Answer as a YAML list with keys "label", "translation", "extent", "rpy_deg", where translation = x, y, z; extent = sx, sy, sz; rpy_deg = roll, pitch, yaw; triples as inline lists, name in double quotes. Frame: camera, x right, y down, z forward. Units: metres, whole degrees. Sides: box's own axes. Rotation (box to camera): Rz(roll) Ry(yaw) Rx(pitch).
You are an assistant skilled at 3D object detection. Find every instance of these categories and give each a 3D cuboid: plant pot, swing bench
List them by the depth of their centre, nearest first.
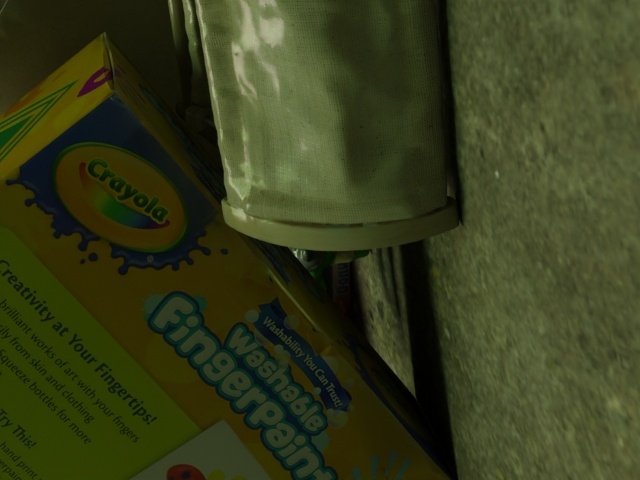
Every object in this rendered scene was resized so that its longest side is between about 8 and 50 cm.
- label: "swing bench"
  translation: [-0.021, -0.156, 1.059]
  extent: [0.255, 0.165, 0.253]
  rpy_deg: [-112, 13, -58]
- label: "plant pot"
  translation: [-0.159, -0.107, 1.355]
  extent: [0.256, 0.274, 0.256]
  rpy_deg: [-58, 10, 16]

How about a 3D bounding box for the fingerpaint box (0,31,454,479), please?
- label: "fingerpaint box"
  translation: [-0.172, 0.125, 1.253]
  extent: [0.445, 0.371, 0.163]
  rpy_deg: [49, -173, -25]

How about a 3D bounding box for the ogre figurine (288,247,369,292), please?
- label: "ogre figurine"
  translation: [0.000, 0.000, 1.421]
  extent: [0.197, 0.096, 0.118]
  rpy_deg: [-51, -22, -35]

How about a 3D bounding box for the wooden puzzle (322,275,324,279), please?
- label: "wooden puzzle"
  translation: [-0.072, -0.041, 1.690]
  extent: [0.348, 0.080, 0.322]
  rpy_deg: [-53, -53, -67]

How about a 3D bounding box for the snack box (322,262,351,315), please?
- label: "snack box"
  translation: [0.015, 0.008, 1.667]
  extent: [0.178, 0.022, 0.064]
  rpy_deg: [88, 168, -54]
